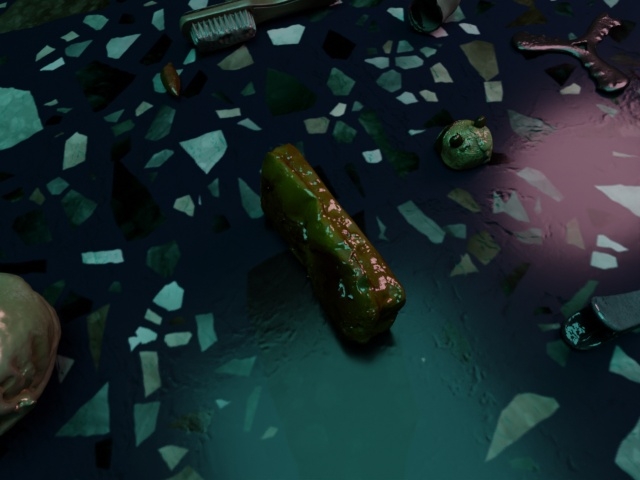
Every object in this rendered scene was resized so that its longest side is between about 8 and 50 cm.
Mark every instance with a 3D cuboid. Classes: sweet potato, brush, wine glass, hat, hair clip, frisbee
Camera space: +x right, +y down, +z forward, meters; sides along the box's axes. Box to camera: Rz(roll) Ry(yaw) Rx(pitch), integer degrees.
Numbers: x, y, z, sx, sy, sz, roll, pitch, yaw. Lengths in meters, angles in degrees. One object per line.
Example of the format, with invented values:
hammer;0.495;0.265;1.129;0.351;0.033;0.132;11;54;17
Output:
sweet potato;-0.275;-0.294;0.810;0.034;0.034;0.095;-19;58;-5
brush;-0.106;-0.433;0.856;0.327;0.070;0.065;-19;80;-6
wine glass;0.238;-0.477;0.831;0.079;0.079;0.195;26;66;18
hat;0.221;-0.151;0.668;0.077;0.059;0.076;-18;66;-9
hair clip;0.425;0.061;0.535;0.275;0.083;0.048;-18;56;-12
frisbee;0.464;-0.352;0.777;0.211;0.012;0.187;36;70;23

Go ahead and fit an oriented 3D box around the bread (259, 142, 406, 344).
bread;0.002;0.000;0.564;0.077;0.139;0.271;-24;63;-18

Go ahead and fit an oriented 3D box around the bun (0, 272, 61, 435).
bun;-0.418;0.157;0.525;0.229;0.145;0.229;-26;34;19
